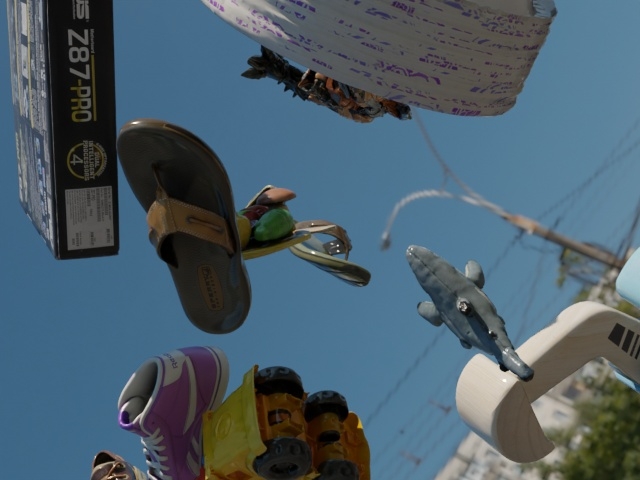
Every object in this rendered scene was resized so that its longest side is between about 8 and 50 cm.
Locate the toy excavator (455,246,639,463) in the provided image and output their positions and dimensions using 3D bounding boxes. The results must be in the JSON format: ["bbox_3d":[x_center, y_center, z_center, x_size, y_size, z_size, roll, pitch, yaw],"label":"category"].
[{"bbox_3d":[0.419,0.119,1.396,0.445,0.222,0.433,31,-87,-33],"label":"toy excavator"}]

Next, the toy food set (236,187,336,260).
[{"bbox_3d":[-0.082,-0.024,1.398,0.218,0.128,0.071,-22,-75,-62],"label":"toy food set"}]

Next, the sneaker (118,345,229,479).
[{"bbox_3d":[-0.237,0.286,1.599,0.161,0.102,0.282,-3,-72,-50],"label":"sneaker"}]

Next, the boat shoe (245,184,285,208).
[{"bbox_3d":[-0.122,-0.030,1.895,0.153,0.056,0.048,-47,-25,7],"label":"boat shoe"}]

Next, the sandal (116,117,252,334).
[{"bbox_3d":[-0.118,-0.003,0.966,0.060,0.090,0.219,-70,-28,-59],"label":"sandal"}]

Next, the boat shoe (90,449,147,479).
[{"bbox_3d":[-0.397,0.485,2.135,0.123,0.123,0.342,-39,13,-2],"label":"boat shoe"}]

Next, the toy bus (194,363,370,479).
[{"bbox_3d":[-0.068,0.305,1.571,0.220,0.149,0.211,29,-56,-34],"label":"toy bus"}]

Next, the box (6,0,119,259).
[{"bbox_3d":[-0.357,-0.203,1.513,0.097,0.318,0.394,-7,-73,-24],"label":"box"}]

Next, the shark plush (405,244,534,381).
[{"bbox_3d":[0.130,0.072,1.004,0.073,0.161,0.067,-30,-35,7],"label":"shark plush"}]

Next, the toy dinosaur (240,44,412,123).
[{"bbox_3d":[0.029,-0.217,1.490,0.164,0.218,0.322,-54,-3,-17],"label":"toy dinosaur"}]

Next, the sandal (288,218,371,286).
[{"bbox_3d":[-0.002,-0.001,2.047,0.120,0.303,0.086,29,-84,-34],"label":"sandal"}]

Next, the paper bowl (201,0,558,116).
[{"bbox_3d":[0.052,-0.222,0.880,0.284,0.284,0.148,-18,-43,-57],"label":"paper bowl"}]
